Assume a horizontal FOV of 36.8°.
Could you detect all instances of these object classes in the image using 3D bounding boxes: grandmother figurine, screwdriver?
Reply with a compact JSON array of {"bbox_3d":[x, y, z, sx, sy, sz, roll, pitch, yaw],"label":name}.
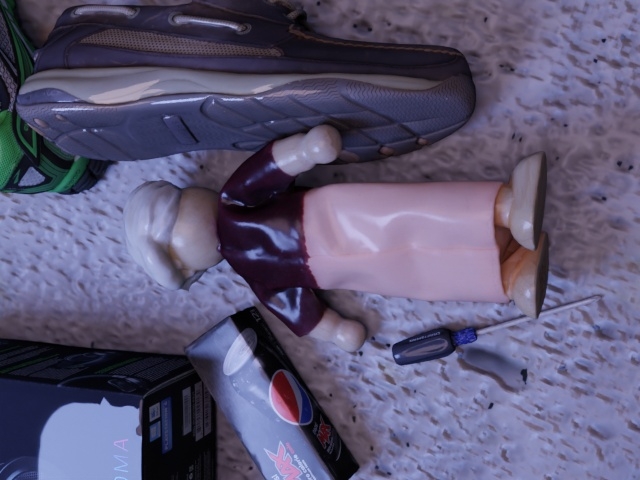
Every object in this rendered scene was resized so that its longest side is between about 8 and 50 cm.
[{"bbox_3d":[0.000,0.000,0.754,0.343,0.104,0.207,4,116,20],"label":"grandmother figurine"},{"bbox_3d":[0.135,0.069,0.755,0.170,0.025,0.024,-18,90,22],"label":"screwdriver"}]

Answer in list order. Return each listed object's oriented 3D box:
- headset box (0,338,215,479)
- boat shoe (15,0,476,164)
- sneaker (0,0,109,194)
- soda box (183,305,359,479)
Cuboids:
[{"bbox_3d":[-0.246,0.223,0.858,0.283,0.131,0.246,4,97,21],"label":"headset box"},{"bbox_3d":[-0.059,-0.140,0.742,0.356,0.132,0.130,2,74,6],"label":"boat shoe"},{"bbox_3d":[-0.330,-0.179,0.835,0.343,0.146,0.134,45,109,11],"label":"sneaker"},{"bbox_3d":[-0.041,0.142,0.813,0.060,0.053,0.168,-36,84,20],"label":"soda box"}]
